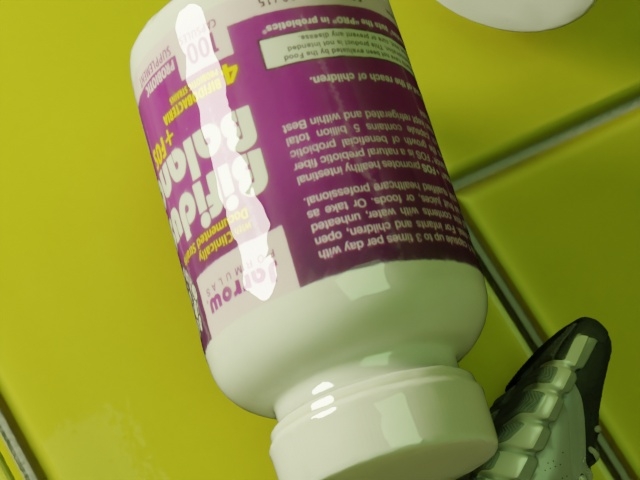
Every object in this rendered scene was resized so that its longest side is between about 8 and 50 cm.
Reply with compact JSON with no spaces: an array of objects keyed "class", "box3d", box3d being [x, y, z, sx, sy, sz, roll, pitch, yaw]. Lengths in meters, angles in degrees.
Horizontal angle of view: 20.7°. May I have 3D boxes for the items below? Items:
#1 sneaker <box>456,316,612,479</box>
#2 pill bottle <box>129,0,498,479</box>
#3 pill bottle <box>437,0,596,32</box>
[{"class":"sneaker","box3d":[0.145,0.167,1.047,0.132,0.086,0.228,34,71,-3]},{"class":"pill bottle","box3d":[0.000,0.000,1.028,0.169,0.169,0.301,-9,67,-20]},{"class":"pill bottle","box3d":[0.173,-0.314,1.219,0.188,0.188,0.334,25,61,-3]}]
